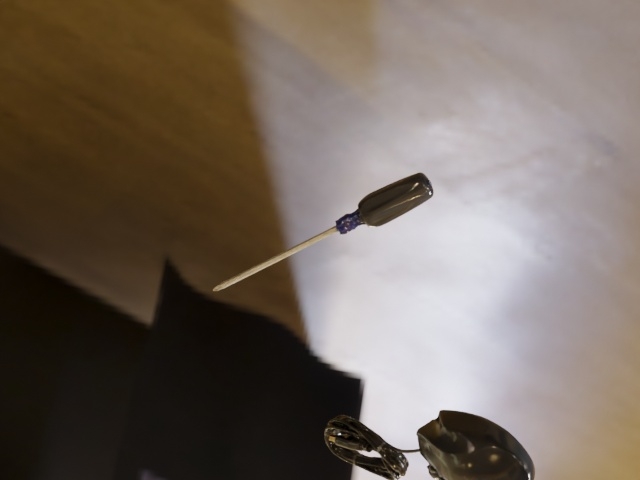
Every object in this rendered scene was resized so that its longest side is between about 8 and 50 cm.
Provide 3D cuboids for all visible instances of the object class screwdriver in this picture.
[{"bbox_3d":[0.000,0.000,1.120,0.170,0.025,0.024,-29,128,11],"label":"screwdriver"}]

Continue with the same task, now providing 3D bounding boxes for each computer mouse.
[{"bbox_3d":[0.070,0.164,1.238,0.242,0.041,0.071,-6,120,58],"label":"computer mouse"}]
